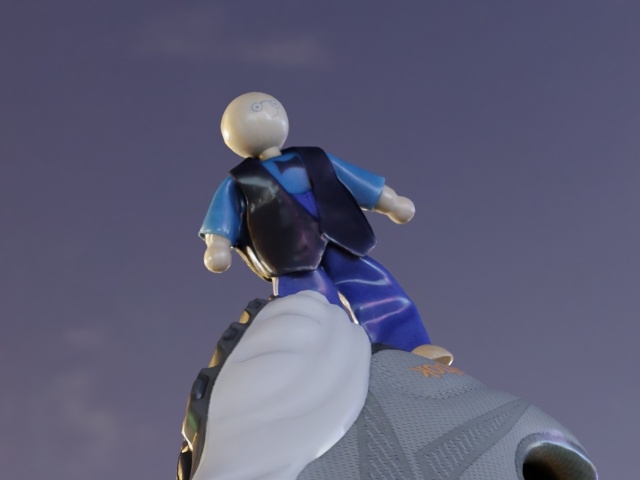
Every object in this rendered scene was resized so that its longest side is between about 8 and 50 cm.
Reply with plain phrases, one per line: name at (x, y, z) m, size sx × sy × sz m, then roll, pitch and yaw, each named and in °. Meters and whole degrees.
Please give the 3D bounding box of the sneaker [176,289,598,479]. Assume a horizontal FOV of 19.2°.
sneaker at (0.002, 0.100, 0.404) m, size 0.108 × 0.271 × 0.100 m, roll 15°, pitch -59°, yaw 8°

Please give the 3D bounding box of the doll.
doll at (0.000, 0.000, 1.027) m, size 0.129 × 0.189 × 0.046 m, roll -20°, pitch -22°, yaw -27°
